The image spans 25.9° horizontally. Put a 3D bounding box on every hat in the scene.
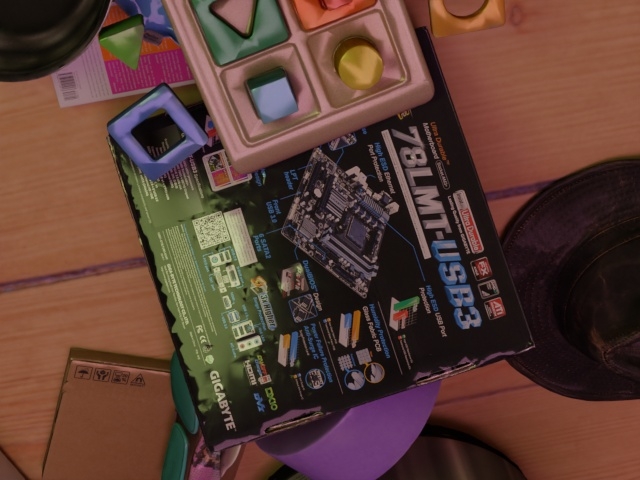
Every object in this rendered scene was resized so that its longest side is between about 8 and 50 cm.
[{"bbox_3d":[0.335,0.075,1.373,0.331,0.134,0.331,-5,125,-7],"label":"hat"}]

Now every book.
[{"bbox_3d":[-0.161,-0.168,1.181,0.144,0.035,0.096,-10,128,-3],"label":"book"}]

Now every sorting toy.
[{"bbox_3d":[-0.015,-0.160,1.108,0.347,0.047,0.196,-22,116,1],"label":"sorting toy"}]

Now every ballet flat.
[{"bbox_3d":[-0.112,0.178,1.378,0.079,0.077,0.221,-11,132,-25],"label":"ballet flat"}]

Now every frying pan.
[{"bbox_3d":[-0.276,-0.280,1.071,0.197,0.053,0.326,-20,103,18],"label":"frying pan"}]

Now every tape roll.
[{"bbox_3d":[0.023,0.136,1.322,0.080,0.189,0.189,33,112,-28],"label":"tape roll"}]

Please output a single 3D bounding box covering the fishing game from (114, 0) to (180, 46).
[{"bbox_3d":[-0.094,-0.239,1.106,0.264,0.041,0.189,18,111,-9],"label":"fishing game"}]

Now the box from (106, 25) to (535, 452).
[{"bbox_3d":[0.000,0.000,1.200,0.293,0.073,0.295,-19,85,1],"label":"box"}]

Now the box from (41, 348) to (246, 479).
[{"bbox_3d":[-0.173,0.192,1.427,0.201,0.021,0.164,9,121,-16],"label":"box"}]

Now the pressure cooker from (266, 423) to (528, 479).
[{"bbox_3d":[0.096,0.444,1.403,0.375,0.420,0.370,1,122,-12],"label":"pressure cooker"}]

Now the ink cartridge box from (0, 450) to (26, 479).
[{"bbox_3d":[-0.371,0.343,1.434,0.198,0.115,0.273,-26,124,8],"label":"ink cartridge box"}]
